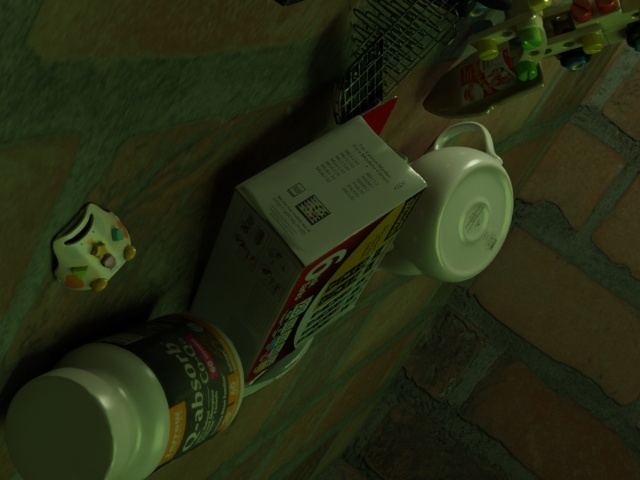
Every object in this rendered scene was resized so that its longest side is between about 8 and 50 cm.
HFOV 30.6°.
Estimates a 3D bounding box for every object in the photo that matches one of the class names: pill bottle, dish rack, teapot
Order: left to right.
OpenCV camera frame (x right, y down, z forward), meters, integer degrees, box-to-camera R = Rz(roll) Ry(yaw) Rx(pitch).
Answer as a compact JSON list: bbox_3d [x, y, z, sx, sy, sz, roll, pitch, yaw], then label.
[{"bbox_3d":[-0.210,0.181,1.293,0.162,0.162,0.278,-57,166,18],"label":"pill bottle"},{"bbox_3d":[0.097,-0.259,1.405,0.271,0.074,0.208,-47,165,-11],"label":"dish rack"},{"bbox_3d":[0.205,-0.061,2.057,0.256,0.187,0.252,-18,119,-40],"label":"teapot"}]

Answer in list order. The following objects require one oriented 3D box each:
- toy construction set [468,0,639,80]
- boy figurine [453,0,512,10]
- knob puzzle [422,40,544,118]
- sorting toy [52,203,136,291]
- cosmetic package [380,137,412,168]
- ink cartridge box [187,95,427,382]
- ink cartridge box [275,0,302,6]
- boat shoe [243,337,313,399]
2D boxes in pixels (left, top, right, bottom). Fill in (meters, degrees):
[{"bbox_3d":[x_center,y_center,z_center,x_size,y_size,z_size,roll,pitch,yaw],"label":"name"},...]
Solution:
[{"bbox_3d":[0.376,-0.319,1.644,0.215,0.328,0.151,34,59,-60],"label":"toy construction set"},{"bbox_3d":[0.212,-0.393,1.264,0.092,0.177,0.285,23,89,-55],"label":"boy figurine"},{"bbox_3d":[0.252,-0.239,1.818,0.213,0.213,0.030,-47,124,-23],"label":"knob puzzle"},{"bbox_3d":[-0.217,0.003,1.097,0.083,0.045,0.075,-49,147,-15],"label":"sorting toy"},{"bbox_3d":[0.035,-0.040,1.729,0.231,0.085,0.117,-54,167,-5],"label":"cosmetic package"},{"bbox_3d":[0.000,0.000,1.466,0.272,0.130,0.309,-33,164,-31],"label":"ink cartridge box"},{"bbox_3d":[0.069,-0.340,1.130,0.371,0.069,0.176,-37,160,-56],"label":"ink cartridge box"},{"bbox_3d":[-0.142,0.191,1.696,0.302,0.109,0.094,-34,177,-17],"label":"boat shoe"}]
